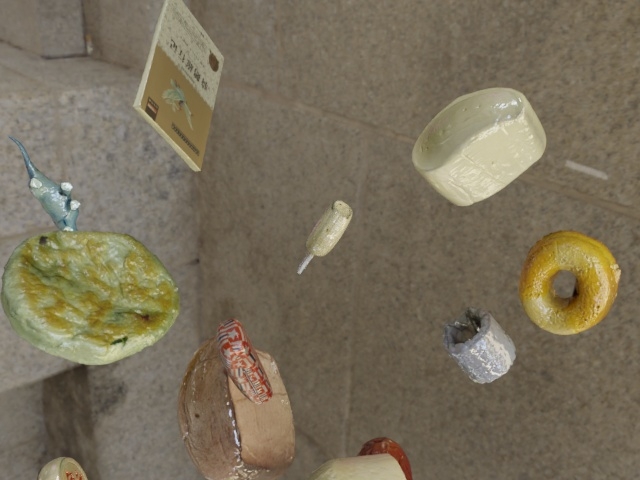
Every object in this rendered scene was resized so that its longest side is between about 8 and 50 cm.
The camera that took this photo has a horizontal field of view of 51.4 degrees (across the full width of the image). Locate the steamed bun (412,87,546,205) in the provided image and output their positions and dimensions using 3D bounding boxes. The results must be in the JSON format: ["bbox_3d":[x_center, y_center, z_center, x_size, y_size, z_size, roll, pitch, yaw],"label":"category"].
[{"bbox_3d":[0.313,-0.200,1.341,0.250,0.200,0.155,-37,48,21],"label":"steamed bun"}]

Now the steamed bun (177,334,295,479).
[{"bbox_3d":[-0.201,0.375,1.442,0.199,0.251,0.302,-25,62,25],"label":"steamed bun"}]

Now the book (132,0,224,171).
[{"bbox_3d":[-0.278,-0.326,1.353,0.021,0.217,0.311,-6,60,21],"label":"book"}]

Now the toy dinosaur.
[{"bbox_3d":[-0.576,-0.086,1.457,0.144,0.076,0.329,11,133,58],"label":"toy dinosaur"}]

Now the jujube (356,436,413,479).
[{"bbox_3d":[0.162,0.635,1.708,0.251,0.174,0.174,-88,16,-48],"label":"jujube"}]

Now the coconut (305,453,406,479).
[{"bbox_3d":[0.082,0.547,1.310,0.239,0.244,0.239,-177,90,-70],"label":"coconut"}]

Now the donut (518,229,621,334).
[{"bbox_3d":[0.438,0.080,1.195,0.174,0.074,0.190,34,112,22],"label":"donut"}]

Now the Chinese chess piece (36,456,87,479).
[{"bbox_3d":[-0.494,0.481,1.286,0.122,0.051,0.122,63,179,2],"label":"Chinese chess piece"}]

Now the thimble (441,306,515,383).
[{"bbox_3d":[0.347,0.228,1.469,0.127,0.151,0.118,-38,105,10],"label":"thimble"}]

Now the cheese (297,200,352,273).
[{"bbox_3d":[0.000,0.000,1.683,0.064,0.137,0.227,34,121,-4],"label":"cheese"}]

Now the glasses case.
[{"bbox_3d":[-0.118,0.184,1.000,0.195,0.049,0.073,75,170,-52],"label":"glasses case"}]

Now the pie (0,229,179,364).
[{"bbox_3d":[-0.245,0.057,0.720,0.187,0.186,0.041,50,132,26],"label":"pie"}]
